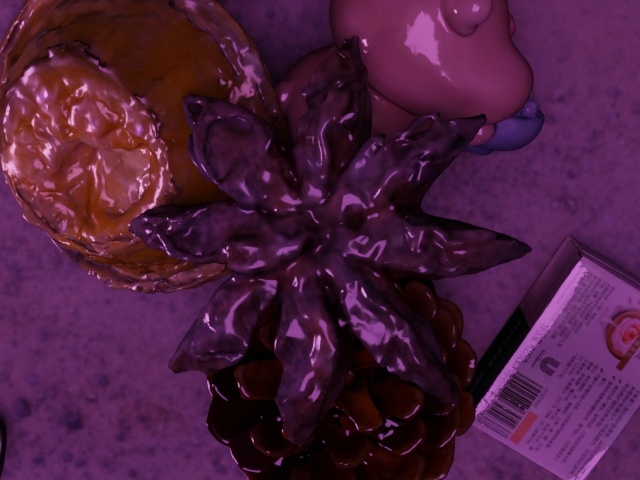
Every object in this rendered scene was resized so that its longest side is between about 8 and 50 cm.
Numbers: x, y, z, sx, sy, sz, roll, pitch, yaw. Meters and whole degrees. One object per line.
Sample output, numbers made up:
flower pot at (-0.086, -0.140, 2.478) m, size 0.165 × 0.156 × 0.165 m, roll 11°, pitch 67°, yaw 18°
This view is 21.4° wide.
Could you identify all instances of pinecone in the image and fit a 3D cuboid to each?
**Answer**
pinecone at (0.014, 0.121, 1.515) m, size 0.264 × 0.264 × 0.264 m, roll 0°, pitch 105°, yaw -2°

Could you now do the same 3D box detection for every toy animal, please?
toy animal at (0.065, -0.148, 1.470) m, size 0.221 × 0.210 × 0.229 m, roll -22°, pitch 128°, yaw 4°

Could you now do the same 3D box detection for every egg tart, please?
egg tart at (-0.176, -0.087, 1.466) m, size 0.315 × 0.120 × 0.315 m, roll 9°, pitch 113°, yaw 23°

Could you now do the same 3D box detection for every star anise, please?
star anise at (0.001, 0.002, 1.339) m, size 0.332 × 0.117 × 0.331 m, roll 0°, pitch 89°, yaw 13°

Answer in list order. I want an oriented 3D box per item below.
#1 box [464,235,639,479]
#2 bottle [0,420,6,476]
box at (0.240, 0.115, 1.605) m, size 0.135 × 0.081 × 0.199 m, roll 32°, pitch 104°, yaw -11°
bottle at (-0.426, 0.182, 1.605) m, size 0.254 × 0.079 × 0.096 m, roll 8°, pitch 67°, yaw -4°
